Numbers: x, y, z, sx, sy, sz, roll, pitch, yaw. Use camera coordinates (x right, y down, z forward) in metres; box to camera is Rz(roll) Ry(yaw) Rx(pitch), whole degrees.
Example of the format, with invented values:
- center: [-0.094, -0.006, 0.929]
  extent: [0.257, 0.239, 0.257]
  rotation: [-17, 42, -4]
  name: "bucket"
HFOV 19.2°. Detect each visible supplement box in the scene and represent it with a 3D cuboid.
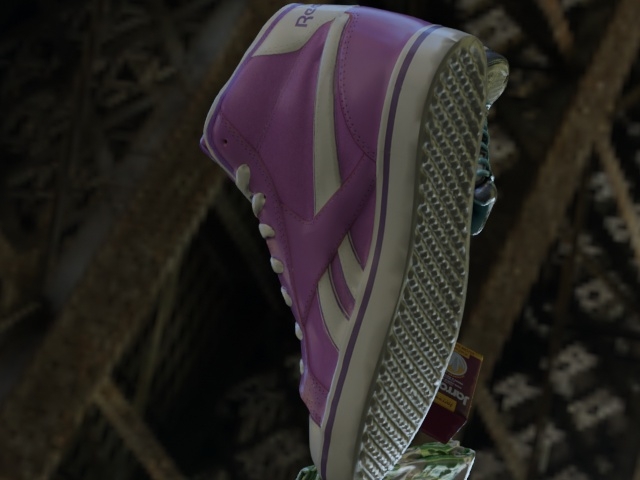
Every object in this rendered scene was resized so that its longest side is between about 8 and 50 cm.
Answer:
- center: [0.103, 0.127, 1.652]
  extent: [0.043, 0.055, 0.083]
  rotation: [-54, 11, 41]
  name: "supplement box"

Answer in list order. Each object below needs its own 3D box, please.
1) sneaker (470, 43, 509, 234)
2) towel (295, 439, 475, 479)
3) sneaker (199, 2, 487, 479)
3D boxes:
- center: [0.109, -0.060, 1.661]
  extent: [0.283, 0.122, 0.110]
  rotation: [-52, -26, -33]
  name: "sneaker"
- center: [0.043, 0.323, 1.898]
  extent: [0.325, 0.038, 0.248]
  rotation: [3, -73, -60]
  name: "towel"
- center: [0.001, 0.000, 1.109]
  extent: [0.102, 0.161, 0.282]
  rotation: [-14, -64, -59]
  name: "sneaker"
